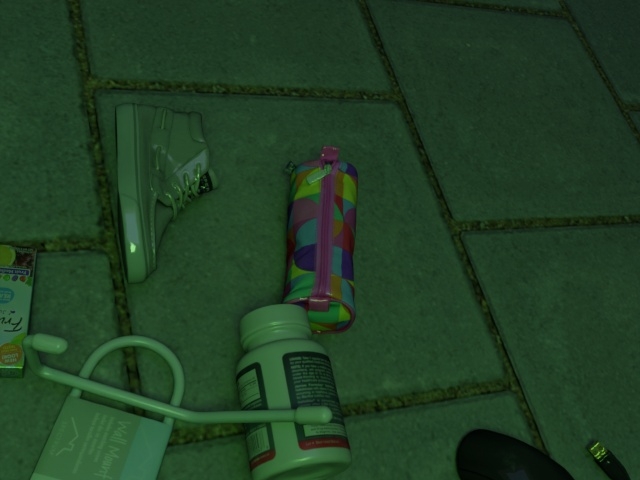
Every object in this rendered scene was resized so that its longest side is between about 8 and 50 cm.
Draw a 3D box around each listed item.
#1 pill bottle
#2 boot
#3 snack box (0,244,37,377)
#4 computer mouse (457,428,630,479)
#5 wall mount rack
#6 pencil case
[{"bbox_3d":[-0.035,0.167,0.802,0.107,0.108,0.180,0,59,-23],"label":"pill bottle"},{"bbox_3d":[-0.184,-0.067,0.896,0.123,0.095,0.258,-1,58,-16],"label":"boot"},{"bbox_3d":[-0.356,0.071,0.769,0.100,0.037,0.141,5,58,-18],"label":"snack box"},{"bbox_3d":[0.303,0.296,0.895,0.262,0.060,0.184,41,53,6],"label":"computer mouse"},{"bbox_3d":[-0.165,0.233,0.676,0.304,0.130,0.350,17,55,-5],"label":"wall mount rack"},{"bbox_3d":[0.000,0.000,0.934,0.104,0.104,0.237,12,56,-16],"label":"pencil case"}]
